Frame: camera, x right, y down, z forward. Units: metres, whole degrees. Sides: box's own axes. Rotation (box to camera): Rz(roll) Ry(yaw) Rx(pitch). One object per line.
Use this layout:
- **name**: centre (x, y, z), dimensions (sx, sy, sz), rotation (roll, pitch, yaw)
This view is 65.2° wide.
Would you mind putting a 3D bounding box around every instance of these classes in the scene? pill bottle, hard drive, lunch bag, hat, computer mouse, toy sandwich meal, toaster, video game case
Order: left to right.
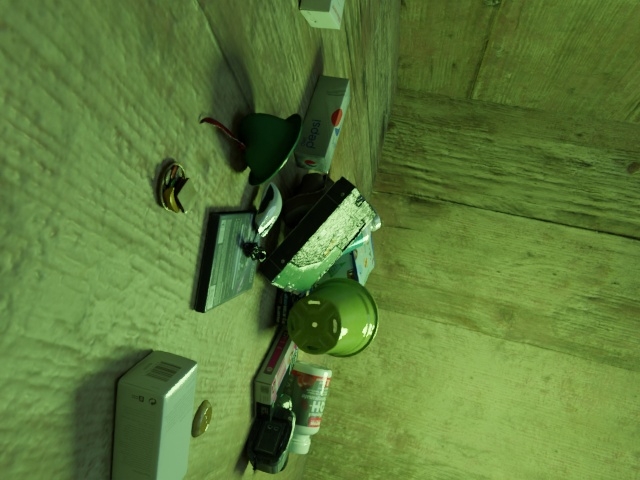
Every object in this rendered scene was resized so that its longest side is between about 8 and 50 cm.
- **toy sandwich meal**: centre (-0.219, -0.079, 0.776), dimensions (0.085, 0.029, 0.085), rotation (12, 90, -79)
- **video game case**: centre (-0.187, 0.033, 1.084), dimensions (0.274, 0.026, 0.196), rotation (-24, 125, -78)
- **hat**: centre (-0.154, -0.224, 0.978), dimensions (0.208, 0.184, 0.173), rotation (-5, -121, 58)
- **computer mouse**: centre (-0.123, -0.046, 1.149), dimensions (0.106, 0.042, 0.193), rotation (71, 33, -68)
- **toaster**: centre (-0.161, 0.662, 1.636), dimensions (0.146, 0.129, 0.227), rotation (92, 13, -51)
- **pill bottle**: centre (-0.074, 0.633, 1.918), dimensions (0.176, 0.176, 0.318), rotation (50, 53, -76)
- **hard drive**: centre (0.000, 0.000, 1.403), dimensions (0.339, 0.064, 0.237), rotation (-49, 154, 2)
- **pill bottle**: centre (0.058, -0.026, 1.606), dimensions (0.146, 0.264, 0.146), rotation (58, -17, 28)
- **lunch bag**: centre (0.078, -0.009, 1.887), dimensions (0.328, 0.239, 0.385), rotation (-51, 135, -66)

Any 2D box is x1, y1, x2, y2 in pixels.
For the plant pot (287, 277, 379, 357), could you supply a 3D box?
- **plant pot**: centre (0.025, 0.260, 1.618), dimensions (0.254, 0.276, 0.276), rotation (8, 94, -69)

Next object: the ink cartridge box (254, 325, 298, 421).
- **ink cartridge box**: centre (-0.132, 0.403, 1.690), dimensions (0.371, 0.069, 0.175), rotation (-67, 165, -55)

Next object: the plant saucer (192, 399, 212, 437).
- **plant saucer**: centre (-0.262, 0.402, 1.124), dimensions (0.083, 0.015, 0.083), rotation (12, 90, -79)

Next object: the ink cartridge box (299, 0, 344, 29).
- **ink cartridge box**: centre (0.016, -0.642, 1.238), dimensions (0.139, 0.082, 0.190), rotation (-27, 126, -76)

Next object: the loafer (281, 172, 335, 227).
- **loafer**: centre (-0.036, -0.131, 1.504), dimensions (0.130, 0.134, 0.366), rotation (63, 18, -2)

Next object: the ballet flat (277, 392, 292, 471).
- **ballet flat**: centre (-0.162, 0.691, 1.791), dimensions (0.096, 0.095, 0.280), rotation (19, 73, -69)

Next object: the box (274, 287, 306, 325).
- **box**: centre (-0.088, 0.149, 1.649), dimensions (0.220, 0.051, 0.175), rotation (-56, 156, -63)

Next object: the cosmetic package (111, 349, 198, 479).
- **cosmetic package**: centre (-0.269, 0.311, 0.813), dimensions (0.117, 0.086, 0.231), rotation (-41, 144, -72)

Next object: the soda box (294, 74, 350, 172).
- **soda box**: centre (0.010, -0.349, 1.488), dimensions (0.091, 0.098, 0.286), rotation (77, 28, -66)
